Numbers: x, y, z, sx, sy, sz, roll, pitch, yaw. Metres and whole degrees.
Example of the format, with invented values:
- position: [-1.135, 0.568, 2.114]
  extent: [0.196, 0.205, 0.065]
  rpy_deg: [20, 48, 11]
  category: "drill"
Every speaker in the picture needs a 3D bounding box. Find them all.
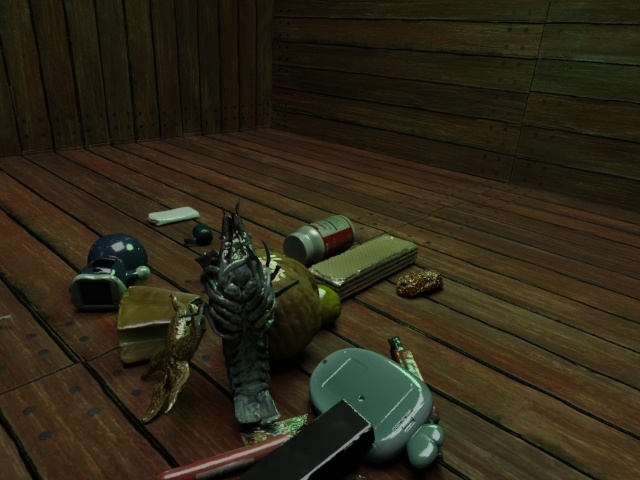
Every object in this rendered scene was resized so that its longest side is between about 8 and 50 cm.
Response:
- position: [-0.424, -0.010, 1.618]
  extent: [0.094, 0.060, 0.075]
  rpy_deg: [-40, 36, -8]
  category: "speaker"
- position: [-0.019, 0.354, 0.749]
  extent: [0.218, 0.044, 0.082]
  rpy_deg: [-29, 36, -27]
  category: "speaker"

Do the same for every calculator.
- position: [0.099, 0.302, 0.868]
  extent: [0.186, 0.041, 0.299]
  rpy_deg: [-37, 38, -23]
  category: "calculator"

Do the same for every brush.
- position: [0.191, 0.307, 0.935]
  extent: [0.051, 0.070, 0.323]
  rpy_deg: [1, 26, -5]
  category: "brush"

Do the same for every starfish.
- position: [-0.295, 0.231, 0.901]
  extent: [0.062, 0.236, 0.277]
  rpy_deg: [26, 28, -36]
  category: "starfish"

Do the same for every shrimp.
- position: [-0.145, 0.138, 0.853]
  extent: [0.222, 0.410, 0.166]
  rpy_deg: [-7, 19, -16]
  category: "shrimp"

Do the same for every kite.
- position: [-0.033, 0.374, 0.816]
  extent: [0.245, 0.006, 0.198]
  rpy_deg: [12, 24, 19]
  category: "kite"

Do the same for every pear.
- position: [-0.008, 0.165, 1.198]
  extent: [0.132, 0.107, 0.107]
  rpy_deg: [16, 23, -1]
  category: "pear"

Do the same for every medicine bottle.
- position: [0.000, 0.000, 1.543]
  extent: [0.131, 0.131, 0.250]
  rpy_deg: [22, 28, 36]
  category: "medicine bottle"

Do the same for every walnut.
- position: [-0.107, 0.141, 1.036]
  extent: [0.225, 0.260, 0.225]
  rpy_deg: [-9, 35, 6]
  category: "walnut"

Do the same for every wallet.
- position: [-0.574, -0.096, 1.808]
  extent: [0.190, 0.033, 0.095]
  rpy_deg: [-16, 28, -39]
  category: "wallet"

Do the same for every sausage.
- position: [-0.152, 0.366, 0.770]
  extent: [0.254, 0.034, 0.034]
  rpy_deg: [-8, 26, -20]
  category: "sausage"

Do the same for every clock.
- position: [-0.564, 0.080, 1.265]
  extent: [0.200, 0.146, 0.243]
  rpy_deg: [-2, 31, -3]
  category: "clock"

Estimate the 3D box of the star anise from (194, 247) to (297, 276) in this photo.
- position: [-0.220, 0.090, 1.328]
  extent: [0.316, 0.108, 0.315]
  rpy_deg: [10, 24, -5]
  category: "star anise"

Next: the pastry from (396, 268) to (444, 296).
- position: [0.303, 0.121, 1.392]
  extent: [0.170, 0.063, 0.087]
  rpy_deg: [-13, 26, -33]
  category: "pastry"

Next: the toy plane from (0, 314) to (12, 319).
- position: [-0.811, 0.187, 1.018]
  extent: [0.182, 0.107, 0.273]
  rpy_deg: [-5, 28, -7]
  category: "toy plane"

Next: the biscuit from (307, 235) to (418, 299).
- position: [0.140, 0.074, 1.458]
  extent: [0.144, 0.078, 0.426]
  rpy_deg: [22, 28, 38]
  category: "biscuit"

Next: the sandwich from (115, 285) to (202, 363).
- position: [-0.372, 0.180, 1.095]
  extent: [0.186, 0.108, 0.220]
  rpy_deg: [-4, 22, -18]
  category: "sandwich"
